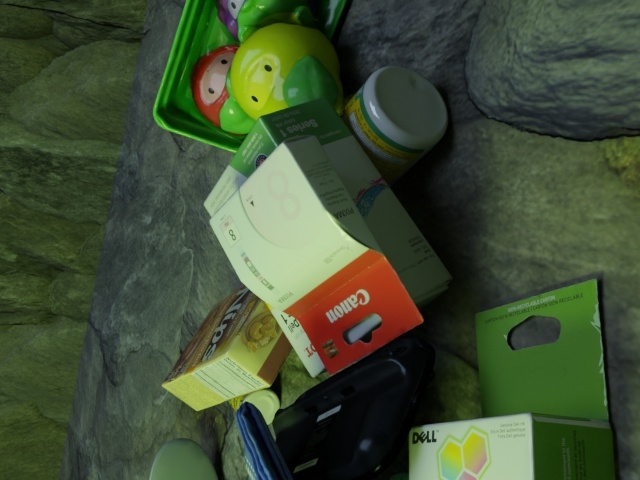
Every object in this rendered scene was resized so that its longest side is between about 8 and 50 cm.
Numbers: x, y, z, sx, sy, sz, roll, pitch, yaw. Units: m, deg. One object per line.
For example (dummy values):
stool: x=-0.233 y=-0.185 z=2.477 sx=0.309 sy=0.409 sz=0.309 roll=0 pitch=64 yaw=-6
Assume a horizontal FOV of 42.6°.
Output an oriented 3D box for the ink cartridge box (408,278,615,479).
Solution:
ink cartridge box: x=0.169 y=0.173 z=0.768 sx=0.189 sy=0.097 sz=0.255 roll=-30 pitch=55 yaw=59

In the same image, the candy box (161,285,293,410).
candy box: x=-0.130 y=0.160 z=1.320 sx=0.316 sy=0.087 sz=0.183 roll=-34 pitch=22 yaw=57

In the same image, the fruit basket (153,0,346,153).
fruit basket: x=-0.100 y=-0.299 z=1.344 sx=0.392 sy=0.282 sz=0.392 roll=-162 pitch=90 yaw=-80

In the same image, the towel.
towel: x=-0.047 y=0.368 z=0.866 sx=0.243 sy=0.040 sz=0.336 roll=-131 pitch=36 yaw=-62

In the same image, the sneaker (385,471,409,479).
sneaker: x=0.080 y=0.344 z=0.942 sx=0.076 sy=0.065 sz=0.167 roll=139 pitch=148 yaw=-87

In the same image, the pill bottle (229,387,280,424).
pill bottle: x=-0.117 y=0.260 z=1.363 sx=0.116 sy=0.065 sz=0.065 roll=17 pitch=96 yaw=65

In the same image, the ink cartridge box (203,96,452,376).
ink cartridge box: x=0.000 y=0.000 z=1.016 sx=0.278 sy=0.117 sz=0.201 roll=57 pitch=140 yaw=12

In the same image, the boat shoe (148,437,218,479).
boat shoe: x=-0.242 y=0.548 z=1.463 sx=0.156 sy=0.135 sz=0.367 roll=-55 pitch=44 yaw=46

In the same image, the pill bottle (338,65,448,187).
pill bottle: x=0.063 y=-0.122 z=1.072 sx=0.208 sy=0.117 sz=0.118 roll=-45 pitch=43 yaw=51

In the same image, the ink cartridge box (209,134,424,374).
ink cartridge box: x=-0.015 y=0.028 z=0.911 sx=0.189 sy=0.066 sz=0.232 roll=-39 pitch=73 yaw=47

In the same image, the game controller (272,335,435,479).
game controller: x=0.017 y=0.218 z=0.939 sx=0.319 sy=0.067 sz=0.167 roll=-41 pitch=25 yaw=52
